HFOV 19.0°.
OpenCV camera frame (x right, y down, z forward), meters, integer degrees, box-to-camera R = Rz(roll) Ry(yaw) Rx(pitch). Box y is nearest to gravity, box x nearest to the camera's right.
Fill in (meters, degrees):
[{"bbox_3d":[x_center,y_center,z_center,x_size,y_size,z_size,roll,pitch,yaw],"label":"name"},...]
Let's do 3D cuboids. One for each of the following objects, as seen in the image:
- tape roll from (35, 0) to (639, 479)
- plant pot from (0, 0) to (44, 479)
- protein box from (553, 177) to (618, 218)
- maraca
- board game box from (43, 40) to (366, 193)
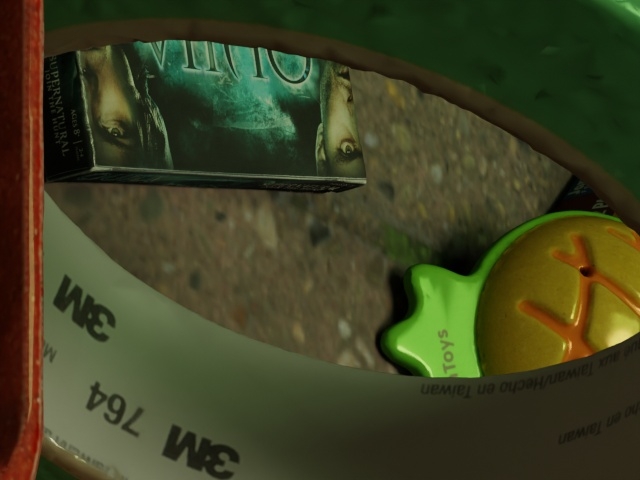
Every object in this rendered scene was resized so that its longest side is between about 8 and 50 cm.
[{"bbox_3d":[0.000,0.000,0.539,0.321,0.321,0.077,50,41,-36],"label":"tape roll"},{"bbox_3d":[-0.222,-0.084,0.310,0.267,0.235,0.267,19,64,-54],"label":"plant pot"},{"bbox_3d":[0.255,0.036,1.024,0.201,0.199,0.136,64,35,-19],"label":"protein box"},{"bbox_3d":[0.110,0.052,0.901,0.185,0.099,0.127,-11,81,-32],"label":"maraca"},{"bbox_3d":[-0.048,-0.083,0.763,0.186,0.026,0.126,-1,80,-57],"label":"board game box"}]
